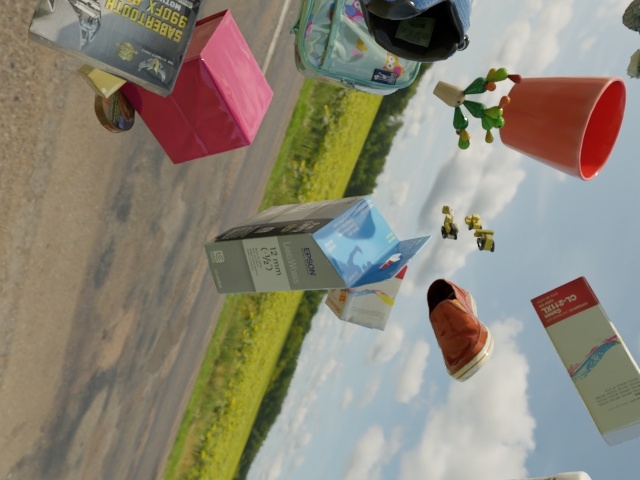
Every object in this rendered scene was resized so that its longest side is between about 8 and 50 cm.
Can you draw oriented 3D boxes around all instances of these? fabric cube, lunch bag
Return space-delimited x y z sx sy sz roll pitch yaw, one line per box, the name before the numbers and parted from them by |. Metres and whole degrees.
fabric cube | -0.313 -0.392 1.529 0.258 0.259 0.254 59 31 -38
lunch bag | 0.070 -0.391 0.993 0.108 0.224 0.279 -148 -112 -74

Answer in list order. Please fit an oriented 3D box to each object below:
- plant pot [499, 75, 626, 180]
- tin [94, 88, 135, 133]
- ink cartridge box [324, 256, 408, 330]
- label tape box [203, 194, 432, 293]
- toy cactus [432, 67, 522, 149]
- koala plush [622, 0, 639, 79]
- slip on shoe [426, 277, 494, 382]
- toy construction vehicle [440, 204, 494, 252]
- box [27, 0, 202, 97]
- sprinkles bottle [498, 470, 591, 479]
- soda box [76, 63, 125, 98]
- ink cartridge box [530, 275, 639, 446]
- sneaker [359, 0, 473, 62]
plant pot | 0.629 -0.314 1.558 0.275 0.243 0.275 -25 126 -40
tin | -0.505 -0.354 1.449 0.106 0.040 0.190 40 44 -60
ink cartridge box | 0.109 0.110 1.443 0.128 0.127 0.176 -141 -112 -69
label tape box | 0.000 0.000 1.095 0.249 0.347 0.115 -35 114 -56
toy cactus | 0.354 -0.324 1.374 0.112 0.180 0.219 -52 169 -38
koala plush | 0.648 -0.355 1.036 0.196 0.203 0.221 -16 -167 41
slip on shoe | 0.279 0.180 1.238 0.123 0.101 0.331 -49 -169 21
toy construction vehicle | 0.251 -0.025 1.001 0.098 0.085 0.035 -83 -179 -56
box | -0.330 -0.368 0.966 0.056 0.231 0.183 4 -104 63
sprinkles bottle | 0.333 0.515 1.109 0.355 0.121 0.121 -20 -152 30
soda box | -0.375 -0.359 1.139 0.181 0.061 0.058 -47 134 -14
ink cartridge box | 0.337 0.149 0.716 0.127 0.072 0.175 40 27 -53
sneaker | 0.091 -0.250 0.568 0.330 0.129 0.147 -35 135 -65
